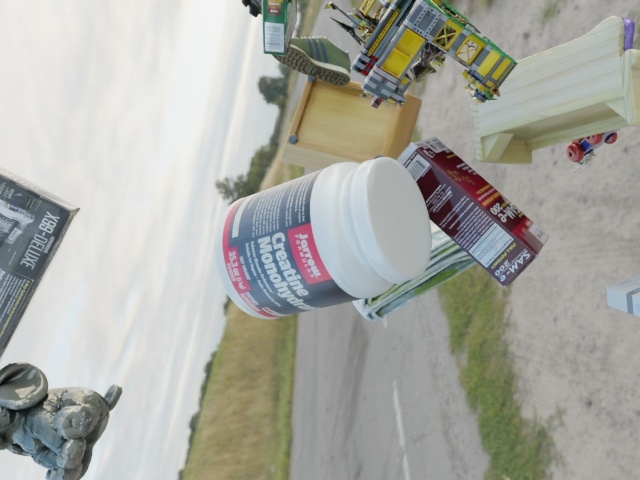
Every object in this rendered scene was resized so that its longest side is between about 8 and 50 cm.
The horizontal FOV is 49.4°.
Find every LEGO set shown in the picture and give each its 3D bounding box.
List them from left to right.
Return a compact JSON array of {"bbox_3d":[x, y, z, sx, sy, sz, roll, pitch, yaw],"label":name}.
[{"bbox_3d":[0.160,-0.317,1.203,0.192,0.254,0.331,-54,37,24],"label":"LEGO set"}]

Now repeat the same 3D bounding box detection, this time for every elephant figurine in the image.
[{"bbox_3d":[-0.464,0.274,1.071,0.186,0.239,0.170,101,-173,-79],"label":"elephant figurine"}]

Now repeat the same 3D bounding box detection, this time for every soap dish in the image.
[{"bbox_3d":[0.067,-0.266,1.628,0.118,0.290,0.229,46,-119,-73],"label":"soap dish"}]

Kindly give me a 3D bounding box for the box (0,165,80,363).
[{"bbox_3d":[-0.550,0.030,1.061,0.308,0.242,0.076,-63,11,1],"label":"box"}]

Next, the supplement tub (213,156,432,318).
[{"bbox_3d":[0.000,0.000,0.996,0.272,0.191,0.191,-17,49,35],"label":"supplement tub"}]

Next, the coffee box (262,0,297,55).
[{"bbox_3d":[-0.060,-0.388,1.056,0.184,0.040,0.113,94,-174,-47],"label":"coffee box"}]

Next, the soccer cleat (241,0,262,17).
[{"bbox_3d":[-0.142,-0.563,1.377,0.289,0.093,0.121,51,-129,-67],"label":"soccer cleat"}]

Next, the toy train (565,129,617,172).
[{"bbox_3d":[0.520,-0.237,1.413,0.143,0.105,0.248,60,170,13],"label":"toy train"}]

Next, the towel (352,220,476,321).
[{"bbox_3d":[0.168,-0.011,1.393,0.090,0.320,0.374,63,177,-25],"label":"towel"}]

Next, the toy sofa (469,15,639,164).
[{"bbox_3d":[0.442,-0.250,1.232,0.362,0.150,0.177,-10,83,58],"label":"toy sofa"}]

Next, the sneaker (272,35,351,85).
[{"bbox_3d":[-0.018,-0.409,1.511,0.064,0.192,0.086,-38,38,56],"label":"sneaker"}]

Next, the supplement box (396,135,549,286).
[{"bbox_3d":[0.221,-0.049,1.043,0.073,0.239,0.130,-51,-11,26],"label":"supplement box"}]

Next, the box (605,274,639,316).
[{"bbox_3d":[0.546,0.084,1.031,0.186,0.145,0.038,-152,48,-68],"label":"box"}]
